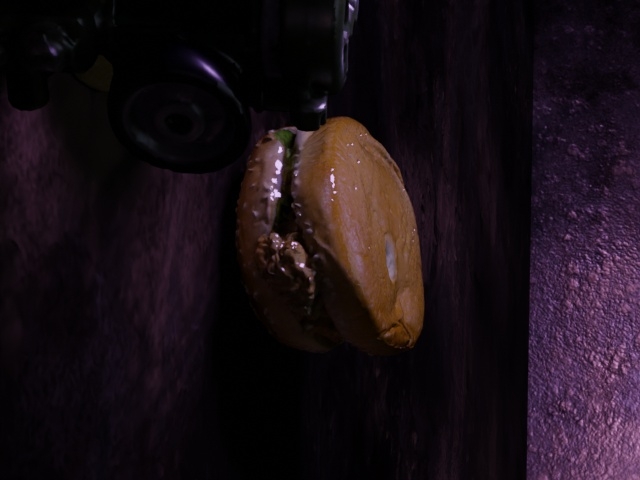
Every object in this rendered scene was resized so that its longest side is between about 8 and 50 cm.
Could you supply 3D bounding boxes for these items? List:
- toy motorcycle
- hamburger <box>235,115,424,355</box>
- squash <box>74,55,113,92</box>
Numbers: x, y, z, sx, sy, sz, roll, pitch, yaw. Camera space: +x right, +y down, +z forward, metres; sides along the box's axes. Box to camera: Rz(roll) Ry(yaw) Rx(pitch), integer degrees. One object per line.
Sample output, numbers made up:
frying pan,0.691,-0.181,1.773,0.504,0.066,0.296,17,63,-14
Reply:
toy motorcycle,-0.085,-0.161,0.640,0.127,0.205,0.275,-82,174,-50
hamburger,0.000,0.000,1.083,0.215,0.122,0.189,18,65,-69
squash,-0.099,-0.203,0.846,0.220,0.133,0.220,-16,90,-83
